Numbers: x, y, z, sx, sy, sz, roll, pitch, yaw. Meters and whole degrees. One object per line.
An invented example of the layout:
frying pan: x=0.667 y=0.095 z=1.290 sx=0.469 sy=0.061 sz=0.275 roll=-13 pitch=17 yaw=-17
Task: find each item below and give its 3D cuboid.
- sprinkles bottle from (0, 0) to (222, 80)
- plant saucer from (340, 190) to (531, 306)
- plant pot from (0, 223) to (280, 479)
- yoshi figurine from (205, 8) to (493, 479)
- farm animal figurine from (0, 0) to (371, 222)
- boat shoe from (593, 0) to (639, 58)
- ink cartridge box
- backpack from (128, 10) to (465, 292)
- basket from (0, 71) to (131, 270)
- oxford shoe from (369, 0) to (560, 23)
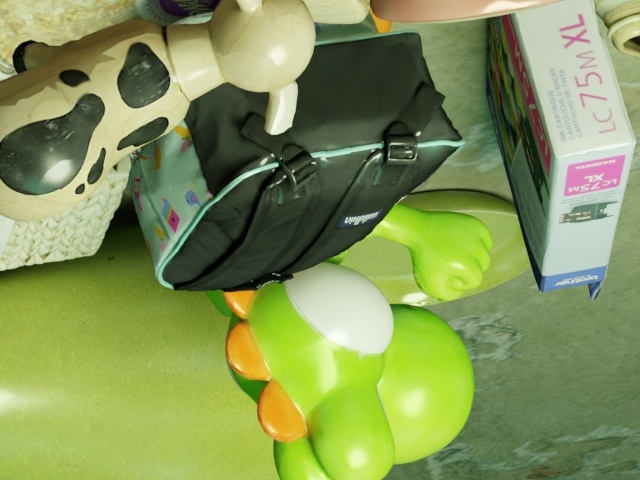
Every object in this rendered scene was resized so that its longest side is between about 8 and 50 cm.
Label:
sprinkles bottle: x=-0.078 y=-0.185 z=1.041 sx=0.355 sy=0.121 sz=0.121 roll=-13 pitch=158 yaw=8
plant saucer: x=0.094 y=0.007 z=1.689 sx=0.241 sy=0.037 sz=0.241 roll=-7 pitch=158 yaw=-3
plant pot: x=-0.199 y=0.112 z=1.452 sx=0.274 sy=0.275 sz=0.293 roll=-28 pitch=161 yaw=38
yoshi figurine: x=0.009 y=0.009 z=1.226 sx=0.203 sy=0.362 sz=0.203 roll=-5 pitch=157 yaw=-11
farm animal figurine: x=-0.041 y=-0.164 z=0.796 sx=0.172 sy=0.330 sz=0.326 roll=4 pitch=178 yaw=44
boat shoe: x=0.285 y=-0.150 z=1.308 sx=0.285 sy=0.089 sz=0.104 roll=12 pitch=149 yaw=-43
ink cartridge box: x=0.168 y=-0.084 z=1.297 sx=0.065 sy=0.186 sz=0.311 roll=-13 pitch=158 yaw=2
backpack: x=-0.031 y=-0.052 z=1.038 sx=0.165 sy=0.144 sz=0.188 roll=-15 pitch=156 yaw=-27
basket: x=-0.207 y=-0.057 z=1.313 sx=0.103 sy=0.113 sz=0.167 roll=-4 pitch=158 yaw=-19
oxford shoe: x=0.161 y=-0.199 z=0.796 sx=0.348 sy=0.130 sz=0.123 roll=-24 pitch=-160 yaw=-35
